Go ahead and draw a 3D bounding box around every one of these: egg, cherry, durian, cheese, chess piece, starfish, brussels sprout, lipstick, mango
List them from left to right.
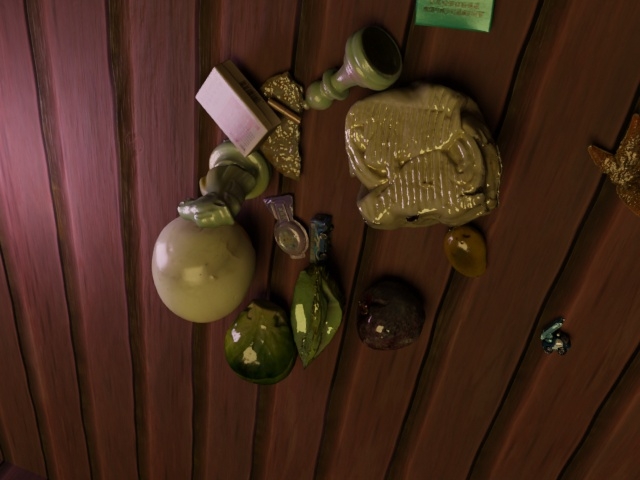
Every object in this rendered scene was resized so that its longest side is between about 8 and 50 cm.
[{"bbox_3d":[-0.324,0.082,1.915,0.282,0.283,0.345,18,130,11],"label":"egg"},{"bbox_3d":[-0.246,-0.123,1.728,0.175,0.298,0.176,10,127,13],"label":"chess piece"},{"bbox_3d":[-0.177,0.302,2.072,0.219,0.210,0.272,11,112,10],"label":"brussels sprout"},{"bbox_3d":[-0.086,-0.311,1.654,0.094,0.019,0.019,33,130,0],"label":"lipstick"},{"bbox_3d":[-0.090,-0.034,1.888,0.105,0.042,0.191,-8,112,29],"label":"cheese"},{"bbox_3d":[-0.031,0.198,1.924,0.163,0.198,0.395,26,139,13],"label":"durian"},{"bbox_3d":[0.047,-0.364,1.558,0.271,0.139,0.139,-23,113,46],"label":"chess piece"},{"bbox_3d":[0.188,0.207,1.853,0.195,0.195,0.195,11,127,15],"label":"cherry"},{"bbox_3d":[0.369,0.032,1.724,0.103,0.076,0.161,-14,125,23],"label":"mango"},{"bbox_3d":[0.685,-0.153,1.475,0.247,0.050,0.138,43,128,-19],"label":"starfish"}]

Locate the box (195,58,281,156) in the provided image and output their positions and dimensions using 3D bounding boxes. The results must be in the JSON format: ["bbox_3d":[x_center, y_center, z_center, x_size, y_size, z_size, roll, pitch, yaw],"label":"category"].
[{"bbox_3d":[-0.202,-0.321,1.680,0.201,0.058,0.141,51,142,-3],"label":"box"}]

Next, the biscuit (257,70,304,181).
[{"bbox_3d":[-0.108,-0.289,1.716,0.141,0.038,0.290,11,125,15],"label":"biscuit"}]

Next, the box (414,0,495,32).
[{"bbox_3d":[0.277,-0.539,1.372,0.160,0.042,0.227,10,127,15],"label":"box"}]

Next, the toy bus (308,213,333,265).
[{"bbox_3d":[0.000,0.000,1.871,0.061,0.051,0.153,16,129,19],"label":"toy bus"}]

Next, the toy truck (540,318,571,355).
[{"bbox_3d":[0.613,0.247,1.789,0.073,0.056,0.090,2,112,29],"label":"toy truck"}]

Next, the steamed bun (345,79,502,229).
[{"bbox_3d":[0.241,-0.165,1.533,0.394,0.237,0.347,45,110,26],"label":"steamed bun"}]
